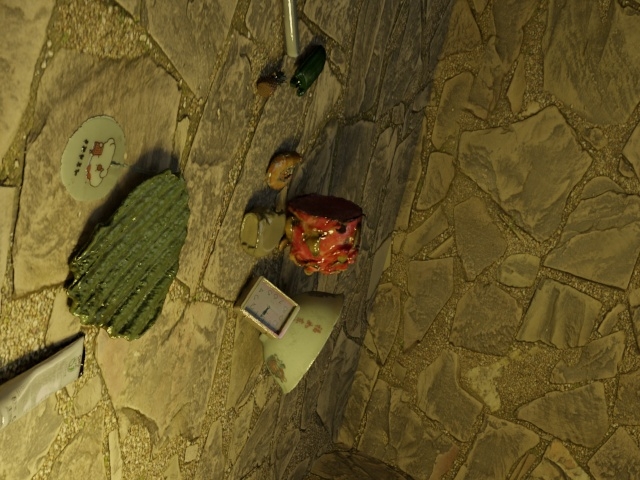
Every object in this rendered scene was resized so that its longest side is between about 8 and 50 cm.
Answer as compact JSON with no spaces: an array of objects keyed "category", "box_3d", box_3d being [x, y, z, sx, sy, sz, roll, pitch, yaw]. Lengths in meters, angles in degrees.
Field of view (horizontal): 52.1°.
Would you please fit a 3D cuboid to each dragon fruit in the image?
[{"category":"dragon fruit","box_3d":[0.000,0.000,2.314,0.314,0.296,0.263,-56,155,-68]}]

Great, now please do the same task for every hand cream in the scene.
[{"category":"hand cream","box_3d":[-0.615,0.313,1.408,0.336,0.076,0.121,-38,148,-66]}]

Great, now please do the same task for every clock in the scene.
[{"category":"clock","box_3d":[-0.183,0.231,2.234,0.192,0.071,0.147,42,65,-19]}]

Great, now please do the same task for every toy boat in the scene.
[{"category":"toy boat","box_3d":[-0.031,-0.551,2.102,0.210,0.052,0.104,-58,154,-33]}]

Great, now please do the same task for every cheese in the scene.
[{"category":"cheese","box_3d":[-0.184,-0.038,2.125,0.202,0.091,0.175,-38,142,-58]}]

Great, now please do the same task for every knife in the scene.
[{"category":"knife","box_3d":[-0.085,-0.656,1.890,0.265,0.041,0.073,86,20,-46]}]

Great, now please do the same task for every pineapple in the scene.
[{"category":"pineapple","box_3d":[-0.140,-0.462,1.915,0.124,0.058,0.058,-56,156,-51]}]

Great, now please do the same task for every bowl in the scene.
[{"category":"bowl","box_3d":[-0.104,0.334,2.429,0.435,0.196,0.435,-58,-175,8]}]

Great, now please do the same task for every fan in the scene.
[{"category":"fan","box_3d":[-0.449,-0.167,1.450,0.329,0.009,0.190,10,99,-69]}]

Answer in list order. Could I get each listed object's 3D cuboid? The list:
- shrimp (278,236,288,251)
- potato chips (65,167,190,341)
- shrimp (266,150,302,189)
[{"category":"shrimp","box_3d":[-0.126,0.008,2.410,0.108,0.023,0.059,-36,150,-57]},{"category":"potato chips","box_3d":[-0.435,0.036,1.587,0.429,0.070,0.358,-58,154,-29]},{"category":"shrimp","box_3d":[-0.123,-0.236,2.171,0.187,0.052,0.132,-32,149,-48]}]
